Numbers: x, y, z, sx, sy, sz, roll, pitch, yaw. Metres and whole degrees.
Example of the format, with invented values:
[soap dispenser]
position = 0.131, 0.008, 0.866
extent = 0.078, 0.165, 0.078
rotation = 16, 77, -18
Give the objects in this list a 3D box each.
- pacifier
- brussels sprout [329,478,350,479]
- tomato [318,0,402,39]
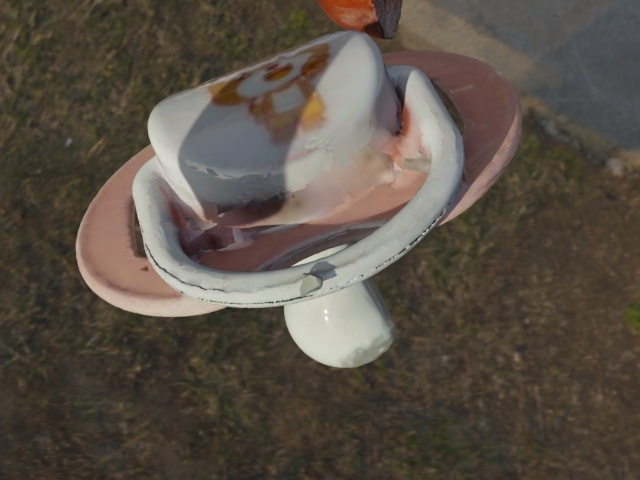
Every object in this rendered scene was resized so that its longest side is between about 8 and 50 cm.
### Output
[pacifier]
position = -0.012, -0.032, 0.813
extent = 0.332, 0.273, 0.220
rotation = -21, 72, 0
[brussels sprout]
position = 0.034, 0.187, 0.781
extent = 0.051, 0.083, 0.046
rotation = -25, 129, -54
[tomato]
position = 0.035, -0.311, 1.144
extent = 0.085, 0.225, 0.225
rotation = -1, 76, 14
